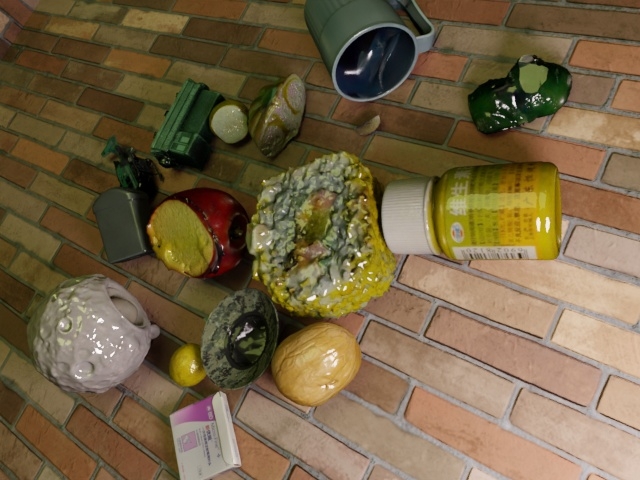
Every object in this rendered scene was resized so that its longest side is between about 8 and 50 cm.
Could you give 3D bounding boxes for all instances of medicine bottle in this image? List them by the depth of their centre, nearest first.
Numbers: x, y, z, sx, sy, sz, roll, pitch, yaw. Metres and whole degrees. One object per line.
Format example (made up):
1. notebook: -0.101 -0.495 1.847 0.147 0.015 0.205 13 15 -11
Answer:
1. medicine bottle: 0.353 -0.062 1.382 0.383 0.224 0.225 -2 67 27
2. medicine bottle: -0.303 0.522 1.553 0.171 0.052 0.201 -26 60 14

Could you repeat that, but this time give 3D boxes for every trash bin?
1. trash bin: -0.632 -0.057 1.912 0.176 0.101 0.237 -16 87 18

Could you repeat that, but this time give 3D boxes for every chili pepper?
1. chili pepper: 0.507 -0.374 1.509 0.264 0.116 0.148 -14 65 22

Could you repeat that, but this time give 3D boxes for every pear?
1. pear: -0.290 -0.390 1.929 0.141 0.141 0.104 -29 17 12

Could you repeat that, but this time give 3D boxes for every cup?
1. cup: 0.135 -0.630 1.734 0.331 0.256 0.311 -32 56 13

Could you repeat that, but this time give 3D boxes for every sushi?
1. sushi: 0.000 0.000 1.516 0.351 0.240 0.397 -12 67 18

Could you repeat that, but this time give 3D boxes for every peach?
1. peach: -0.348 -0.027 1.745 0.361 0.201 0.258 -4 101 41

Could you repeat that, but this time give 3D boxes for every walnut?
1. walnut: -0.010 0.293 1.421 0.225 0.193 0.193 -43 55 12

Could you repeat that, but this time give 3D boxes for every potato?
1. potato: 0.148 -0.335 1.729 0.093 0.036 0.037 -23 95 37

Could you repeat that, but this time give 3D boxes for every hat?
1. hat: -0.182 0.269 1.558 0.265 0.128 0.266 -14 61 27

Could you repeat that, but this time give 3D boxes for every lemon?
1. lemon: -0.360 0.341 1.629 0.133 0.109 0.109 -44 55 -5

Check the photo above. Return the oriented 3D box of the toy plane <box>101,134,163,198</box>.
1. toy plane: -0.672 -0.245 2.066 0.155 0.106 0.382 -47 60 20

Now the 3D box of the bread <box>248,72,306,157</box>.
1. bread: -0.154 -0.394 1.836 0.156 0.158 0.261 -2 65 30

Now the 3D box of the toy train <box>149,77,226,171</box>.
1. toy train: -0.430 -0.381 1.990 0.178 0.138 0.331 16 73 22

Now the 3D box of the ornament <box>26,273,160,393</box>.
1. ornament: -0.659 0.273 1.679 0.336 0.337 0.338 -11 63 22

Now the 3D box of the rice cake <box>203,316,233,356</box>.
1. rice cake: -0.276 0.278 1.655 0.030 0.042 0.180 -42 56 1
